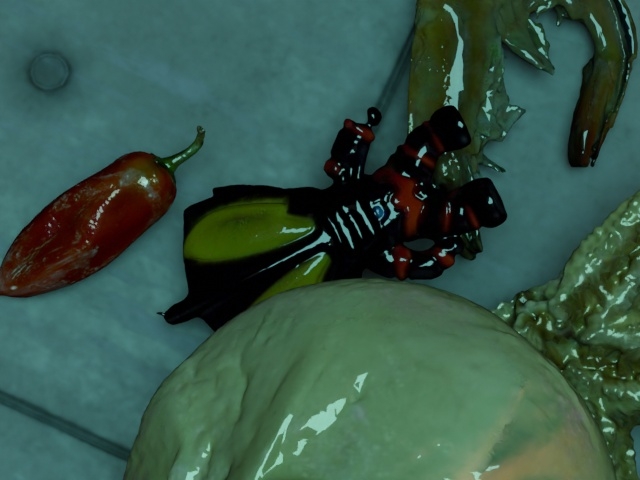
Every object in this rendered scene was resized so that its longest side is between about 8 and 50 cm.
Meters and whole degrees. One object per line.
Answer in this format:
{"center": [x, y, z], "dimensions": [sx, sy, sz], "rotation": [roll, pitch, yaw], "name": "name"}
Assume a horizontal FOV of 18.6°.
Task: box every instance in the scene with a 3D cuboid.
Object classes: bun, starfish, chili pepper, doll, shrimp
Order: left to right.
{"center": [-0.152, -0.016, 1.357], "dimensions": [0.191, 0.050, 0.059], "rotation": [-35, 90, 4], "name": "chili pepper"}
{"center": [-0.001, -0.002, 1.334], "dimensions": [0.248, 0.088, 0.127], "rotation": [-23, 60, 9], "name": "doll"}
{"center": [0.016, 0.207, 1.197], "dimensions": [0.361, 0.213, 0.361], "rotation": [1, 93, 13], "name": "bun"}
{"center": [0.144, -0.112, 1.394], "dimensions": [0.173, 0.058, 0.253], "rotation": [1, 84, -12], "name": "shrimp"}
{"center": [0.172, 0.155, 1.345], "dimensions": [0.432, 0.082, 0.324], "rotation": [-38, 93, -2], "name": "starfish"}
